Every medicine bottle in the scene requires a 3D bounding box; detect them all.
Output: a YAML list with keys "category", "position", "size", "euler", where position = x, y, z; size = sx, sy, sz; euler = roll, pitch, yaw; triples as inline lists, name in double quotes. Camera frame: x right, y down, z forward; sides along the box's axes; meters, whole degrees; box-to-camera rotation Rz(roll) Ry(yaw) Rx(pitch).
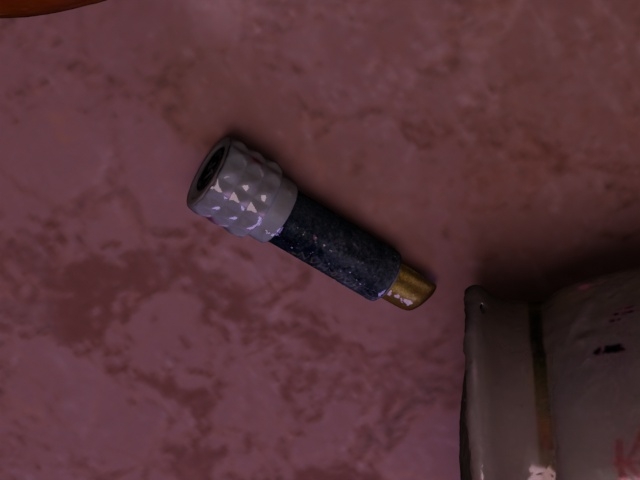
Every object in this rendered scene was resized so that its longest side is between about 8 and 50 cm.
- category: "medicine bottle"
  position: [0.128, 0.084, 0.778]
  size: [0.143, 0.147, 0.147]
  euler: [-5, 117, 6]

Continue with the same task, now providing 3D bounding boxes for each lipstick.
- category: "lipstick"
  position: [0.000, 0.000, 0.805]
  size: [0.116, 0.037, 0.037]
  euler: [32, 114, -17]

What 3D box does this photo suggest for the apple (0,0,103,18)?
- category: "apple"
  position: [-0.086, -0.202, 0.609]
  size: [0.272, 0.206, 0.251]
  euler: [-18, 112, 12]
